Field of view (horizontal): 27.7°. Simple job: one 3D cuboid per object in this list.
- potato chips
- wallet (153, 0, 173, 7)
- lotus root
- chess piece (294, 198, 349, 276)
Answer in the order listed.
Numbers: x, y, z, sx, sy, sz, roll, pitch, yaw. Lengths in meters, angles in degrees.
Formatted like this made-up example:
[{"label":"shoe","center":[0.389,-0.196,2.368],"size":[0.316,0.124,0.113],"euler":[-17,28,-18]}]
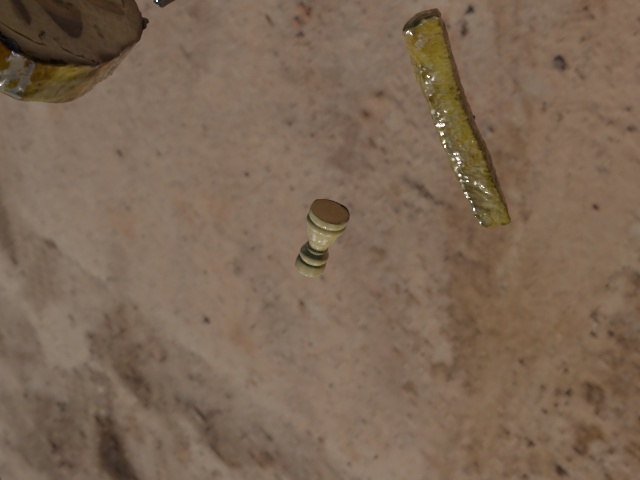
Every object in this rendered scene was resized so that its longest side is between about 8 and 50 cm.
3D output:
[{"label":"potato chips","center":[0.172,-0.160,1.676],"size":[0.407,0.057,0.080],"euler":[62,-169,-47]},{"label":"wallet","center":[-0.193,-0.411,1.971],"size":[0.018,0.157,0.082],"euler":[42,147,10]},{"label":"lotus root","center":[-0.402,-0.362,1.704],"size":[0.111,0.375,0.390],"euler":[-32,52,33]},{"label":"chess piece","center":[0.000,0.000,2.066],"size":[0.066,0.066,0.122],"euler":[35,128,22]}]
